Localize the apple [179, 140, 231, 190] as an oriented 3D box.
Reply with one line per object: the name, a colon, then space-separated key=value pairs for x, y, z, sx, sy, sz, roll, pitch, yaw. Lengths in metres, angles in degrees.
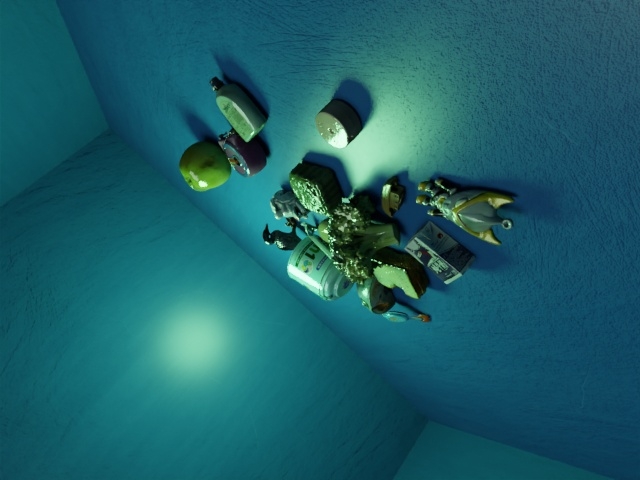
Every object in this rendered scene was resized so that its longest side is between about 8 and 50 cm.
apple: x=-0.667 y=-0.421 z=2.339 sx=0.292 sy=0.254 sz=0.292 roll=36 pitch=153 yaw=21

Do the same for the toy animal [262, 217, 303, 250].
toy animal: x=-0.187 y=-0.023 z=2.373 sx=0.298 sy=0.185 sz=0.122 roll=25 pitch=156 yaw=-9

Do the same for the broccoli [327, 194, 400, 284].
broccoli: x=0.154 y=-0.010 z=1.698 sx=0.338 sy=0.317 sz=0.277 roll=53 pitch=-159 yaw=12

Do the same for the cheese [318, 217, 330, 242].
cheese: x=0.069 y=-0.037 z=2.032 sx=0.202 sy=0.091 sz=0.175 roll=27 pitch=155 yaw=37

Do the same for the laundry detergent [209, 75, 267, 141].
laundry detergent: x=-0.371 y=-0.572 z=1.746 sx=0.280 sy=0.105 sz=0.215 roll=45 pitch=160 yaw=-13

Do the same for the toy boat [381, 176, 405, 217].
toy boat: x=0.272 y=-0.156 z=1.509 sx=0.077 sy=0.057 sz=0.200 roll=26 pitch=154 yaw=21

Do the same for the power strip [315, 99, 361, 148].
power strip: x=0.058 y=-0.397 z=1.383 sx=0.154 sy=0.078 sz=0.154 roll=37 pitch=161 yaw=15

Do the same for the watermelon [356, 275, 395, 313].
watermelon: x=0.261 y=0.282 z=2.190 sx=0.188 sy=0.175 sz=0.322 roll=18 pitch=148 yaw=44

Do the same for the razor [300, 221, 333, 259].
razor: x=-0.006 y=0.009 z=2.115 sx=0.111 sy=0.056 sz=0.278 roll=23 pitch=-157 yaw=-46

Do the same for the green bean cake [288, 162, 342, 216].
green bean cake: x=-0.024 y=-0.227 z=1.798 sx=0.227 sy=0.125 sz=0.222 roll=28 pitch=154 yaw=43

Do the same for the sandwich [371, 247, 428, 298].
sandwich: x=0.358 y=0.149 z=1.884 sx=0.273 sy=0.095 sz=0.249 roll=19 pitch=149 yaw=47

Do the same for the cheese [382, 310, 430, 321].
cheese: x=0.459 y=0.412 z=2.176 sx=0.256 sy=0.037 sz=0.106 roll=-1 pitch=145 yaw=22

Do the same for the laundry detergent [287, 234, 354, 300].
laundry detergent: x=0.028 y=0.156 z=2.198 sx=0.305 sy=0.287 sz=0.287 roll=29 pitch=155 yaw=30

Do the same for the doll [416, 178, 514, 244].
doll: x=0.443 y=-0.107 z=1.257 sx=0.103 sy=0.145 sz=0.316 roll=10 pitch=-164 yaw=-47

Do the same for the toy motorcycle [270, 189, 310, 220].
toy motorcycle: x=-0.170 y=-0.170 z=2.081 sx=0.260 sy=0.171 sz=0.110 roll=31 pitch=158 yaw=33

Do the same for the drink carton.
drink carton: x=0.447 y=0.045 z=1.534 sx=0.222 sy=0.102 sz=0.134 roll=41 pitch=161 yaw=7

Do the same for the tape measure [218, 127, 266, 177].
tape measure: x=-0.373 y=-0.435 z=1.971 sx=0.231 sy=0.149 sz=0.245 roll=13 pitch=137 yaw=56
